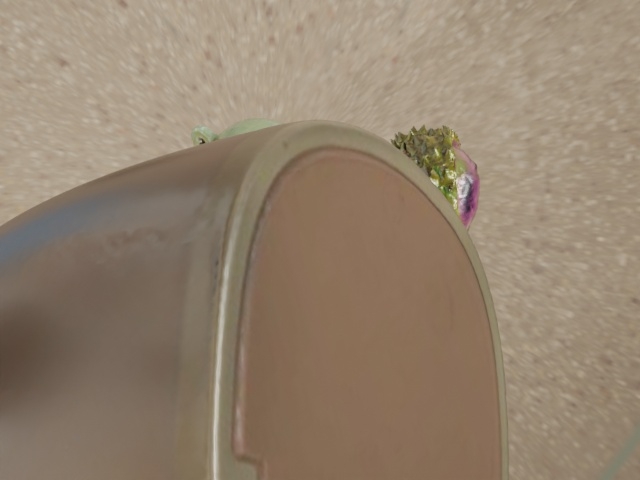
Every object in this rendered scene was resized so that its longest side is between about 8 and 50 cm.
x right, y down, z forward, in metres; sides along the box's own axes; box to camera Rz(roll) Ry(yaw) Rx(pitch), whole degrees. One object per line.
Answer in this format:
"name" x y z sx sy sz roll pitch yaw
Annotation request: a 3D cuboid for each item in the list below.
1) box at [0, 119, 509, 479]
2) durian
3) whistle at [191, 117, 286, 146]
"box" -0.057 0.105 0.795 0.216 0.301 0.301 -11 92 30
"durian" 0.101 -0.062 1.646 0.119 0.108 0.187 -1 58 -3
"whistle" 0.000 0.000 1.215 0.258 0.126 0.067 38 52 5
